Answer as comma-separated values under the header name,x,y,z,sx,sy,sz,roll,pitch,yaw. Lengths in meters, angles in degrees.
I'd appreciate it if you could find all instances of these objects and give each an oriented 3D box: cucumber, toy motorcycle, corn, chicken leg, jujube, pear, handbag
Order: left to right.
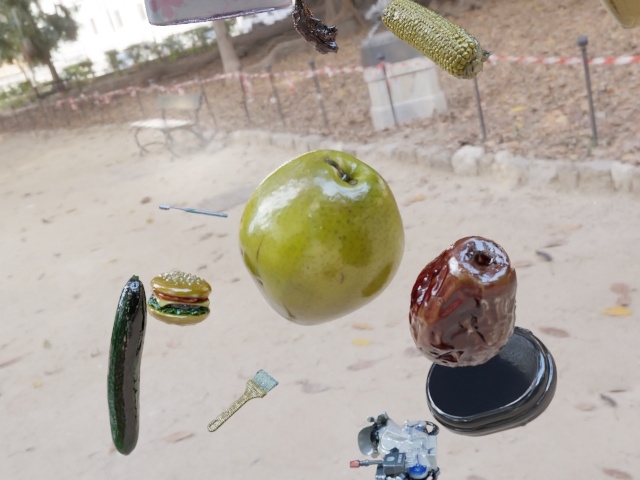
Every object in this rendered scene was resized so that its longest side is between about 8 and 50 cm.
name,x,y,z,sx,sy,sz,roll,pitch,yaw
cucumber,-0.295,0.193,1.090,0.056,0.284,0.056,5,8,-1
chicken leg,-0.024,-0.578,1.897,0.089,0.219,0.048,-37,24,18
pear,0.000,0.000,1.586,0.362,0.418,0.362,17,39,-14
toy motorcycle,0.135,0.379,1.267,0.150,0.102,0.221,-3,15,11
corn,0.250,-0.461,1.600,0.106,0.106,0.293,-25,55,-31
jujube,0.254,0.112,1.269,0.197,0.290,0.197,2,54,-3
handbag,0.389,0.322,1.647,0.308,0.093,0.254,-22,40,23

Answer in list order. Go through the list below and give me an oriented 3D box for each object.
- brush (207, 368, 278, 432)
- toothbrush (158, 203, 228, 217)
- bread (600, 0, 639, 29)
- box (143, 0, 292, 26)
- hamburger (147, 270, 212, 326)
name,x,y,z,sx,sy,sz,roll,pitch,yaw
brush,-0.213,0.432,1.906,0.218,0.010,0.082,-41,42,-18
toothbrush,-0.306,-0.069,1.727,0.167,0.011,0.014,8,-32,-16
bread,0.509,-0.466,1.220,0.098,0.147,0.217,-27,-37,36
box,-0.142,-0.444,0.804,0.190,0.370,0.112,-13,36,-9
hamburger,-0.334,0.137,1.704,0.162,0.115,0.162,10,10,-2
